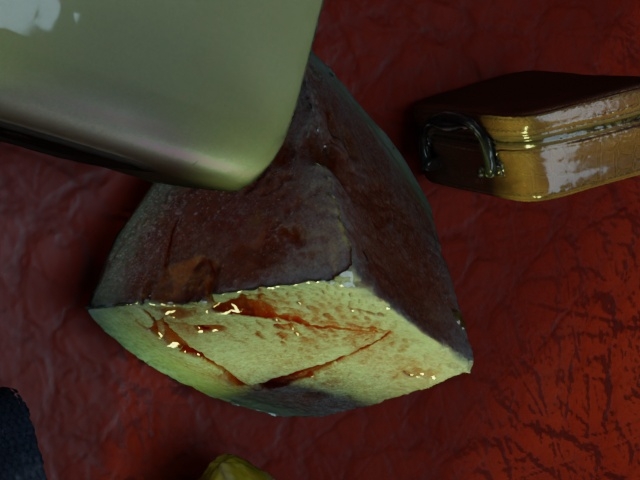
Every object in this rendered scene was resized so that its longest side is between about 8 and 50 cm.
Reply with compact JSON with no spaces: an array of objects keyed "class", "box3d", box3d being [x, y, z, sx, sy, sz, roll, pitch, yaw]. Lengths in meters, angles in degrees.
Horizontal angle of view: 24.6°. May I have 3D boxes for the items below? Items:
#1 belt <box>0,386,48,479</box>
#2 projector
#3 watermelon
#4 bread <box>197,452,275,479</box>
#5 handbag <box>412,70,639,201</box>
[{"class":"belt","box3d":[-0.243,0.212,0.967,0.129,0.122,0.218,-10,100,-27]},{"class":"projector","box3d":[-0.158,-0.182,0.908,0.249,0.248,0.248,16,87,-31]},{"class":"watermelon","box3d":[0.000,0.000,1.049,0.213,0.201,0.261,41,70,-36]},{"class":"bread","box3d":[-0.062,0.262,1.050,0.170,0.197,0.197,-36,112,-11]},{"class":"handbag","box3d":[0.161,-0.084,1.144,0.151,0.193,0.072,-17,107,-20]}]
